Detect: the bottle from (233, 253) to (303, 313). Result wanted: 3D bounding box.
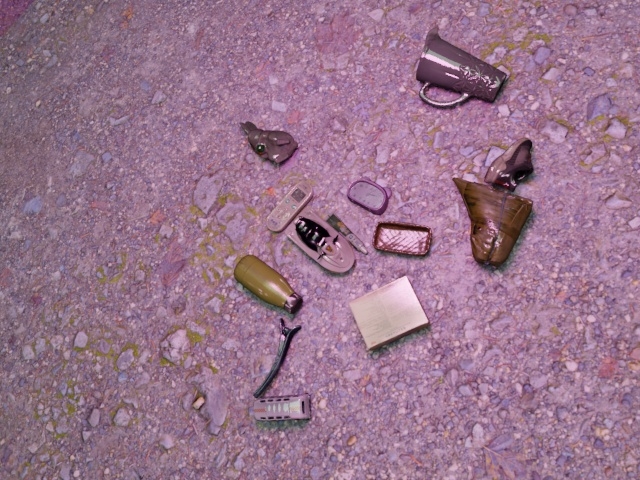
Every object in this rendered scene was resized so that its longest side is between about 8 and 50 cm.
[{"bbox_3d":[-0.178,0.157,1.693,0.260,0.112,0.112,34,87,20],"label":"bottle"}]

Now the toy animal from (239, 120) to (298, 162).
[{"bbox_3d":[-0.213,-0.379,1.853,0.251,0.127,0.126,31,98,35],"label":"toy animal"}]

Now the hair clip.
[{"bbox_3d":[-0.152,0.401,1.638,0.083,0.048,0.276,18,73,16],"label":"hair clip"}]

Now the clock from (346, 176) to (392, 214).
[{"bbox_3d":[0.171,-0.165,1.708,0.152,0.050,0.110,30,86,20],"label":"clock"}]

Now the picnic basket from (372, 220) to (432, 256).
[{"bbox_3d":[0.275,-0.005,1.636,0.193,0.055,0.110,9,78,18],"label":"picnic basket"}]

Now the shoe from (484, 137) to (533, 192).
[{"bbox_3d":[0.620,-0.235,1.551,0.227,0.099,0.112,-37,66,-22],"label":"shoe"}]

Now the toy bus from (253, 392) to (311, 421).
[{"bbox_3d":[-0.132,0.548,1.592,0.193,0.089,0.087,-8,74,15],"label":"toy bus"}]

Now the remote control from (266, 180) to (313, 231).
[{"bbox_3d":[-0.111,-0.122,1.783,0.078,0.042,0.221,41,89,22],"label":"remote control"}]

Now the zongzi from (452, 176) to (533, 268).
[{"bbox_3d":[0.496,-0.063,1.553,0.274,0.125,0.251,26,76,24],"label":"zongzi"}]

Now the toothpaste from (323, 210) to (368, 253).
[{"bbox_3d":[0.093,-0.024,1.706,0.049,0.031,0.204,-45,67,-1],"label":"toothpaste"}]

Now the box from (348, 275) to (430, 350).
[{"bbox_3d":[0.222,0.235,1.568,0.211,0.095,0.168,-26,69,9],"label":"box"}]

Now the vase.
[{"bbox_3d":[0.475,-0.571,1.686,0.300,0.156,0.251,28,100,15],"label":"vase"}]

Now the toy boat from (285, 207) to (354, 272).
[{"bbox_3d":[-0.002,-0.001,1.676,0.141,0.141,0.269,-49,55,-1],"label":"toy boat"}]
